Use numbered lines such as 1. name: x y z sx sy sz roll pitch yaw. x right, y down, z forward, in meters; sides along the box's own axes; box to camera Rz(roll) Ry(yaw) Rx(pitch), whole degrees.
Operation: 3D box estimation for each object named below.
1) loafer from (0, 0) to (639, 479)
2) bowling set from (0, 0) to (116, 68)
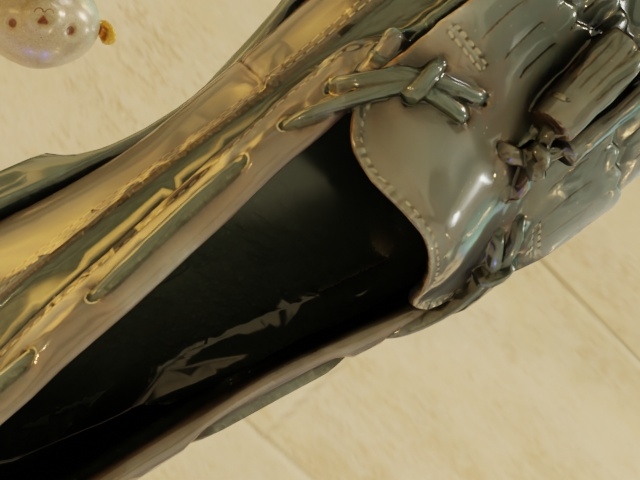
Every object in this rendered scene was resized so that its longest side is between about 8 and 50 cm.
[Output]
1. loafer: 0.000 0.000 0.426 0.267 0.084 0.096 -30 128 2
2. bowling set: -0.204 -0.137 0.654 0.287 0.200 0.154 9 106 -6
